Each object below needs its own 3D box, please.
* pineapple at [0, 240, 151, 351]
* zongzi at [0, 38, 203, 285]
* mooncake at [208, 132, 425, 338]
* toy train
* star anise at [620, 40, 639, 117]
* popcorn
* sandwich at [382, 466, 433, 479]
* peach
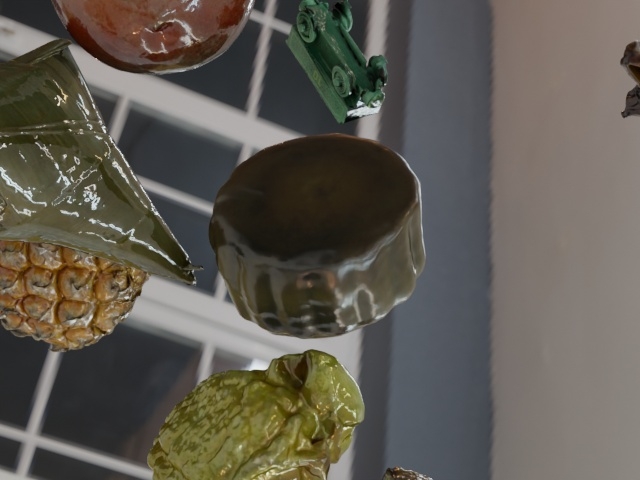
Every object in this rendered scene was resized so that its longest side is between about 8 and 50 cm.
[{"bbox_3d":[-0.444,0.009,2.283,0.352,0.300,0.352,-52,-160,27],"label":"pineapple"},{"bbox_3d":[-0.416,-0.033,1.685,0.447,0.418,0.181,-32,171,-39],"label":"zongzi"},{"bbox_3d":[0.000,0.000,1.769,0.290,0.290,0.161,-89,171,-50],"label":"mooncake"},{"bbox_3d":[0.020,-0.215,1.611,0.172,0.070,0.099,59,-28,25],"label":"toy train"},{"bbox_3d":[0.505,-0.209,1.830,0.190,0.220,0.126,-23,-152,5],"label":"star anise"},{"bbox_3d":[-0.089,0.265,1.646,0.286,0.173,0.225,-24,-149,31],"label":"popcorn"},{"bbox_3d":[0.138,0.493,1.937,0.249,0.095,0.273,-68,-158,4],"label":"sandwich"},{"bbox_3d":[-0.197,-0.311,1.594,0.252,0.252,0.252,-160,-90,-74],"label":"peach"}]
